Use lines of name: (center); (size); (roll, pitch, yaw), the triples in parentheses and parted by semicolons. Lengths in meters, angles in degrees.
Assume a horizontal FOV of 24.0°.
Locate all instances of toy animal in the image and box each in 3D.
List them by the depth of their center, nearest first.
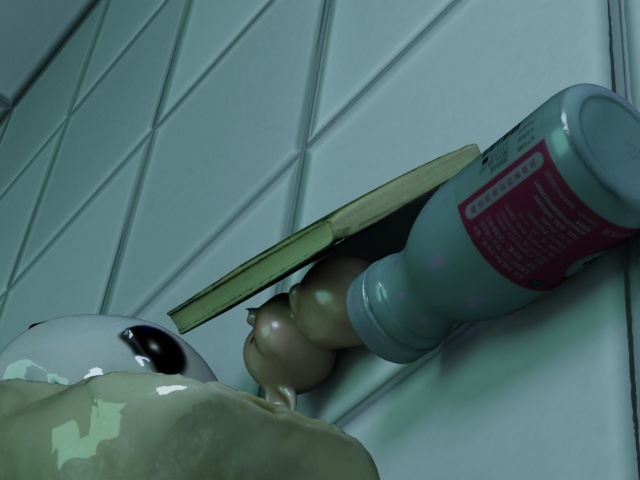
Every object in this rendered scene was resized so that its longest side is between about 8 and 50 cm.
toy animal: (-0.002, 0.064, 1.082); (0.150, 0.083, 0.089); (-47, 68, 36)
toy animal: (-0.186, 0.164, 1.171); (0.213, 0.212, 0.266); (-64, 15, -14)

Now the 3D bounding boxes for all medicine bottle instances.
medicine bottle: (0.105, -0.001, 0.901); (0.216, 0.090, 0.090); (-40, 28, 42)

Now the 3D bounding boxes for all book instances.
book: (0.000, 0.000, 1.118); (0.160, 0.024, 0.228); (-28, -2, -38)

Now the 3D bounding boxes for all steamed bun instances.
steamed bun: (-0.101, 0.206, 0.857); (0.289, 0.276, 0.203); (-16, 56, 45)
